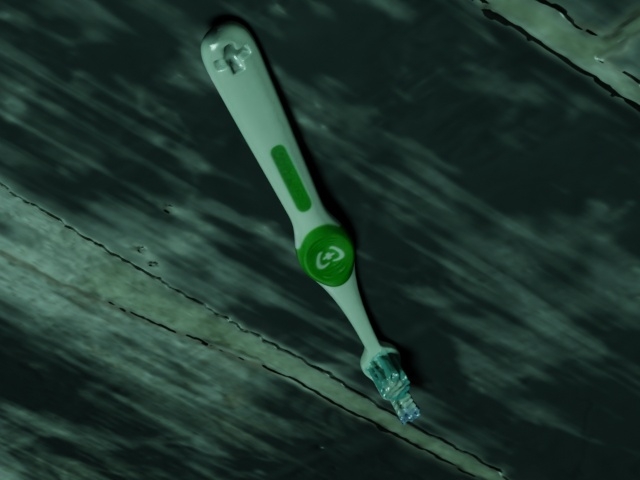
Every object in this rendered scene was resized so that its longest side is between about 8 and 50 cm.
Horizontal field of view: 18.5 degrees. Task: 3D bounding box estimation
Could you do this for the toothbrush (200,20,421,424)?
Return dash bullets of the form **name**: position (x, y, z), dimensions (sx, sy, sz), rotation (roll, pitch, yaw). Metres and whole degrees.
- **toothbrush**: position (-0.001, -0.001, 0.956), dimensions (0.030, 0.030, 0.304), rotation (0, 143, 23)
